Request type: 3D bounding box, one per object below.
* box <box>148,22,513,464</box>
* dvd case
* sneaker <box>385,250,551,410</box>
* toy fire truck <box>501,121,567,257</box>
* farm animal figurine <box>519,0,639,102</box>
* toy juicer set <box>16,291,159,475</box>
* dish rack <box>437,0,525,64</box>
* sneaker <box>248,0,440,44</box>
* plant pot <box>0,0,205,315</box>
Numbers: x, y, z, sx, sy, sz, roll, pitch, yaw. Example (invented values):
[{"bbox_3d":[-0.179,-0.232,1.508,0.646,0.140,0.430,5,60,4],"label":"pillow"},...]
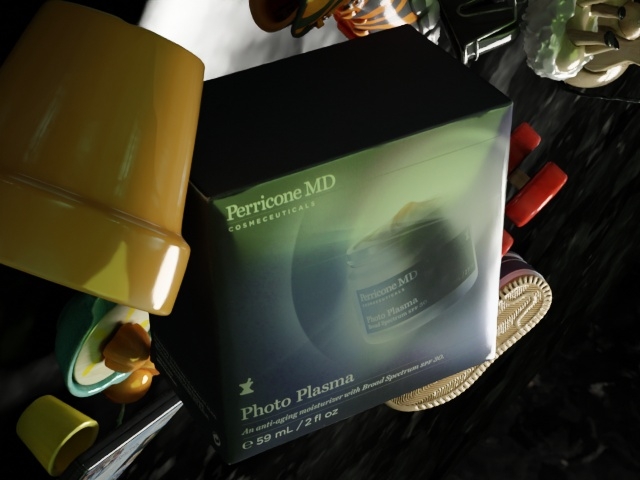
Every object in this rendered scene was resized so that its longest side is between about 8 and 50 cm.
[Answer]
[{"bbox_3d":[0.000,0.000,1.197,0.296,0.183,0.294,-20,129,-23],"label":"box"},{"bbox_3d":[-0.256,0.263,1.434,0.253,0.022,0.180,-48,171,37],"label":"dvd case"},{"bbox_3d":[0.194,0.122,1.888,0.282,0.099,0.153,-38,-160,10],"label":"sneaker"},{"bbox_3d":[0.195,-0.043,1.905,0.302,0.169,0.254,-47,177,-17],"label":"toy fire truck"},{"bbox_3d":[0.300,-0.307,1.408,0.330,0.172,0.327,11,86,-54],"label":"farm animal figurine"},{"bbox_3d":[-0.182,0.078,1.318,0.209,0.089,0.329,-31,149,-48],"label":"toy juicer set"},{"bbox_3d":[0.127,-0.324,1.236,0.074,0.208,0.271,-17,144,-3],"label":"dish rack"},{"bbox_3d":[0.010,-0.232,1.243,0.180,0.124,0.321,-41,149,-18],"label":"sneaker"},{"bbox_3d":[-0.177,-0.066,0.977,0.188,0.205,0.205,-70,160,-3],"label":"plant pot"}]
